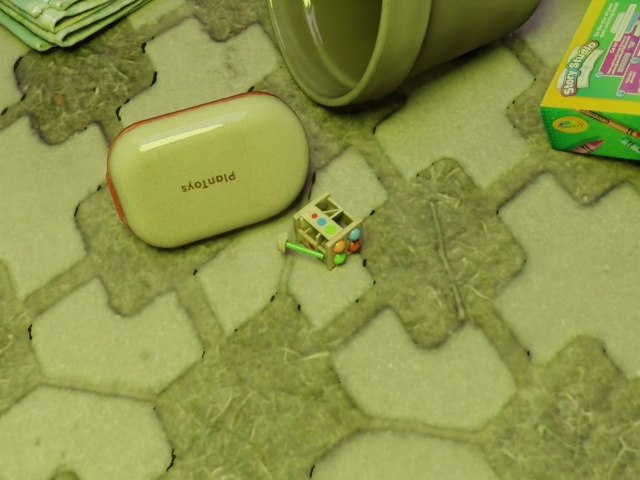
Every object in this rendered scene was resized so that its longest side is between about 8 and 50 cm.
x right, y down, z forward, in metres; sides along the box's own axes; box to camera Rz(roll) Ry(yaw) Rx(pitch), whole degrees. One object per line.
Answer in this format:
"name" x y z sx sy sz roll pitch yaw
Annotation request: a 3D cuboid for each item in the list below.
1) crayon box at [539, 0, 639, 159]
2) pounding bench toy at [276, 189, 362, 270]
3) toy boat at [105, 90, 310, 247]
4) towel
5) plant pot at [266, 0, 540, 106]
"crayon box" 0.396 -0.229 1.012 0.165 0.081 0.278 13 63 36
"pounding bench toy" 0.000 0.000 0.942 0.083 0.052 0.065 -38 63 -21
"toy boat" -0.130 -0.095 0.978 0.231 0.151 0.151 -17 28 -9
"towel" -0.384 -0.446 1.240 0.374 0.090 0.320 37 62 24
"plant pot" 0.115 -0.345 1.045 0.280 0.323 0.323 -13 55 -26
